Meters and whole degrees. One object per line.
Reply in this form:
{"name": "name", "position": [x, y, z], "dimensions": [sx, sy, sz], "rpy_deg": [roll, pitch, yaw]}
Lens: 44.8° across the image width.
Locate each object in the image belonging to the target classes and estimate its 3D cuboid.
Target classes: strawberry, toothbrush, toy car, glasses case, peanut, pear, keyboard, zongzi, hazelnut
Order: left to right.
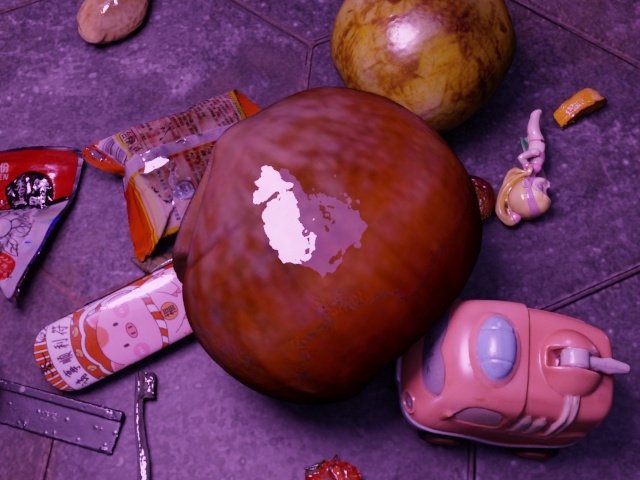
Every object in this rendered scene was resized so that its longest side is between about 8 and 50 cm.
{"name": "keyboard", "position": [-0.369, 0.241, 1.073], "dimensions": [0.195, 0.018, 0.060], "rpy_deg": [14, 75, 7]}
{"name": "peanut", "position": [-0.337, -0.427, 1.319], "dimensions": [0.103, 0.098, 0.229], "rpy_deg": [-9, 57, 43]}
{"name": "glasses case", "position": [-0.266, 0.116, 1.084], "dimensions": [0.266, 0.067, 0.103], "rpy_deg": [-28, 96, -8]}
{"name": "toothbrush", "position": [-0.233, 0.319, 1.030], "dimensions": [0.030, 0.030, 0.297], "rpy_deg": [-1, 66, -11]}
{"name": "zongzi", "position": [-0.230, 0.027, 1.154], "dimensions": [0.076, 0.040, 0.083], "rpy_deg": [-43, 62, -12]}
{"name": "hazelnut", "position": [0.000, 0.000, 0.999], "dimensions": [0.359, 0.359, 0.409], "rpy_deg": [38, 67, 15]}
{"name": "strawberry", "position": [0.013, 0.353, 1.003], "dimensions": [0.104, 0.048, 0.152], "rpy_deg": [-3, 63, 3]}
{"name": "pear", "position": [0.153, -0.290, 1.157], "dimensions": [0.283, 0.283, 0.284], "rpy_deg": [0, 67, 1]}
{"name": "toy car", "position": [0.238, 0.164, 0.983], "dimensions": [0.270, 0.212, 0.180], "rpy_deg": [10, 67, -4]}

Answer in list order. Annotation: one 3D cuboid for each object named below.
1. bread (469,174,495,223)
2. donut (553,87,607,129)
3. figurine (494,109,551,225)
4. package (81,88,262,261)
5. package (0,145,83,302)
{"name": "bread", "position": [0.222, -0.063, 1.176], "dimensions": [0.085, 0.053, 0.085], "rpy_deg": [0, 67, 1]}
{"name": "donut", "position": [0.416, -0.215, 1.254], "dimensions": [0.083, 0.067, 0.038], "rpy_deg": [-38, 76, 19]}
{"name": "figurine", "position": [0.316, -0.109, 1.190], "dimensions": [0.083, 0.083, 0.187], "rpy_deg": [8, 73, 4]}
{"name": "package", "position": [-0.188, -0.110, 1.174], "dimensions": [0.288, 0.108, 0.223], "rpy_deg": [-26, 71, -13]}
{"name": "package", "position": [-0.475, -0.028, 1.168], "dimensions": [0.194, 0.071, 0.269], "rpy_deg": [5, 54, 0]}
